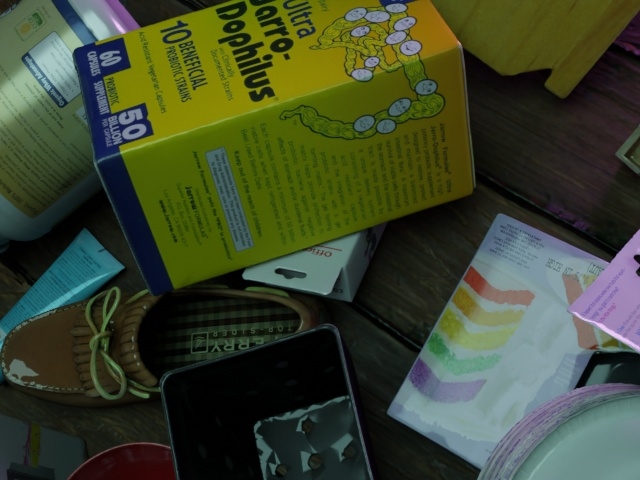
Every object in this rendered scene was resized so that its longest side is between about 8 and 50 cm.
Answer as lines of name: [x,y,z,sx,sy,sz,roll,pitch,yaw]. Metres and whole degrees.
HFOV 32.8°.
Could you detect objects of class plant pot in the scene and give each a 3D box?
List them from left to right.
plant pot: [-0.028,0.214,1.089,0.187,0.167,0.188,-18,67,12]

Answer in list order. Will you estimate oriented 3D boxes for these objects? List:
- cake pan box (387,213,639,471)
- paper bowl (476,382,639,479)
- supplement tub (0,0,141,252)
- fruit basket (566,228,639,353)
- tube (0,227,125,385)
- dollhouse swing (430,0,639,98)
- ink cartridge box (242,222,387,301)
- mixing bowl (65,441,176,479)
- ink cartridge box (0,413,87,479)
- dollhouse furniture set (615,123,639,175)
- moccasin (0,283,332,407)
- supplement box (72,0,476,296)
cake pan box: [0.238,0.136,1.084,0.267,0.070,0.245,29,85,22]
paper bowl: [0.276,0.268,0.924,0.284,0.148,0.284,0,87,-6]
supplement tub: [-0.333,-0.142,1.268,0.316,0.228,0.228,-38,66,3]
fruit basket: [0.411,0.103,0.930,0.353,0.327,0.165,26,120,21]
tube: [-0.330,0.082,1.296,0.080,0.052,0.207,41,83,20]
dollhouse swing: [0.239,-0.414,1.186,0.347,0.315,0.305,35,42,0]
ink cartridge box: [0.000,0.000,1.170,0.104,0.061,0.181,10,51,21]
mixing bowl: [-0.185,0.312,1.132,0.181,0.098,0.181,-2,61,3]
ink cartridge box: [-0.380,0.300,1.116,0.198,0.270,0.197,-18,67,12]
dollhouse furniture set: [0.427,-0.084,1.101,0.182,0.101,0.161,48,116,24]
moccasin: [-0.179,0.114,1.180,0.380,0.147,0.139,0,72,18]
supplement box: [-0.045,-0.122,1.115,0.357,0.195,0.194,-18,46,-5]
